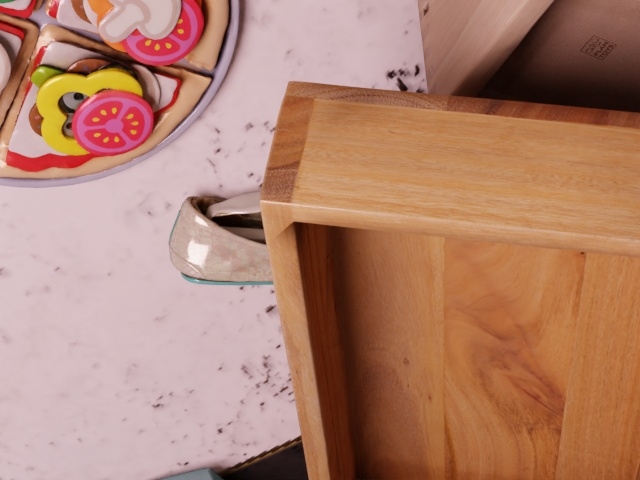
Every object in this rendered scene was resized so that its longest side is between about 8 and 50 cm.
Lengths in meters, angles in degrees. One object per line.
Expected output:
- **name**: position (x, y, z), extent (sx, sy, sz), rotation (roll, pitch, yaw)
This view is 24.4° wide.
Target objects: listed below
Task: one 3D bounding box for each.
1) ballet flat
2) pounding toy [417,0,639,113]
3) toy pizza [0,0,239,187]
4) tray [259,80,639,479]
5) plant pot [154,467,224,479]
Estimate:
- **ballet flat**: position (0.000, 0.000, 0.830), extent (0.168, 0.057, 0.052), rotation (1, 117, -15)
- **pounding toy**: position (0.143, -0.093, 0.773), extent (0.181, 0.094, 0.206), rotation (11, 145, -21)
- **toy pizza**: position (-0.138, -0.104, 0.729), extent (0.201, 0.032, 0.201), rotation (-6, 128, -8)
- **tray**: position (0.093, 0.078, 0.785), extent (0.203, 0.076, 0.411), rotation (6, 148, 8)
- **plant pot**: position (-0.123, 0.268, 0.946), extent (0.234, 0.165, 0.165), rotation (-37, 127, 5)
